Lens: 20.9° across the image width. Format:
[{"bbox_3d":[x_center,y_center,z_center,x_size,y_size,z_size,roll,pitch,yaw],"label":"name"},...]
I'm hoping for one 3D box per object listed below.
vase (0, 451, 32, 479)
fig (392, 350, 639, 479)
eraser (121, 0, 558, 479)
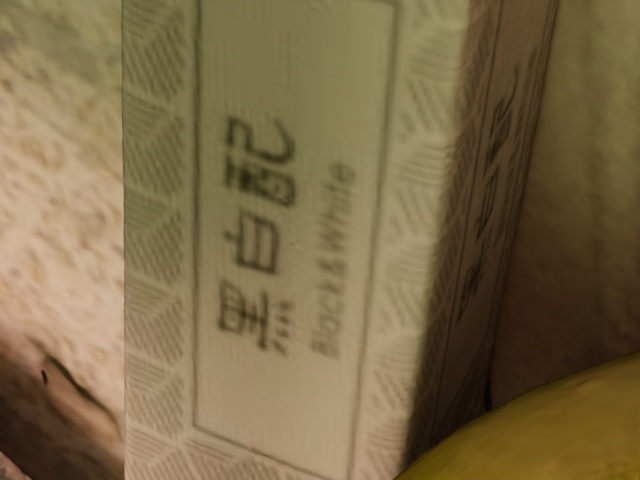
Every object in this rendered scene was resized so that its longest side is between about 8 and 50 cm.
[{"bbox_3d":[-0.267,0.077,0.659,0.250,0.250,0.445,-17,112,41],"label":"vase"},{"bbox_3d":[0.119,0.174,0.466,0.316,0.316,0.316,18,136,18],"label":"fig"},{"bbox_3d":[0.000,0.000,0.513,0.098,0.096,0.404,20,136,15],"label":"eraser"}]
